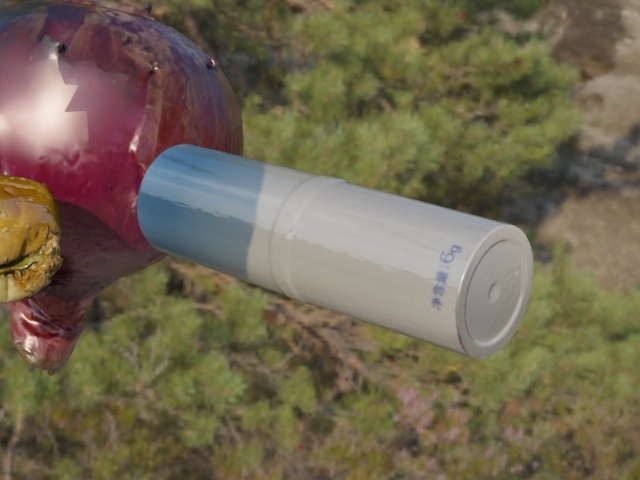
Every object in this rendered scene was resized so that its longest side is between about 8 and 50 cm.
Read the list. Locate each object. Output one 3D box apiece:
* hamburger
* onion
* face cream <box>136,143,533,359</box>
[{"bbox_3d":[-0.276,-0.004,0.938,0.147,0.083,0.138,3,25,-12],"label":"hamburger"},{"bbox_3d":[-0.260,-0.054,1.207,0.348,0.385,0.348,9,4,-1],"label":"onion"},{"bbox_3d":[0.000,0.000,0.708,0.250,0.077,0.077,17,18,38],"label":"face cream"}]
